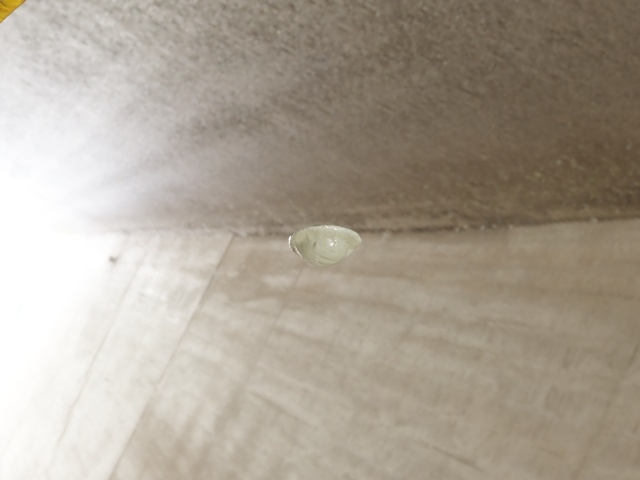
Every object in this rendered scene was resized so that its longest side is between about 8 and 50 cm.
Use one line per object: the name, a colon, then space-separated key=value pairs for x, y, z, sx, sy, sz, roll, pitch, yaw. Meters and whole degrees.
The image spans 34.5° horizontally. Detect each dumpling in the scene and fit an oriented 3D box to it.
dumpling: x=-0.001 y=0.001 z=1.103 sx=0.077 sy=0.043 sz=0.059 roll=13 pitch=155 yaw=39

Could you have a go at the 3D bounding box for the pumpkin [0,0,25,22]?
pumpkin: x=-0.383 y=-0.268 z=1.167 sx=0.073 sy=0.101 sz=0.035 roll=46 pitch=171 yaw=-37
